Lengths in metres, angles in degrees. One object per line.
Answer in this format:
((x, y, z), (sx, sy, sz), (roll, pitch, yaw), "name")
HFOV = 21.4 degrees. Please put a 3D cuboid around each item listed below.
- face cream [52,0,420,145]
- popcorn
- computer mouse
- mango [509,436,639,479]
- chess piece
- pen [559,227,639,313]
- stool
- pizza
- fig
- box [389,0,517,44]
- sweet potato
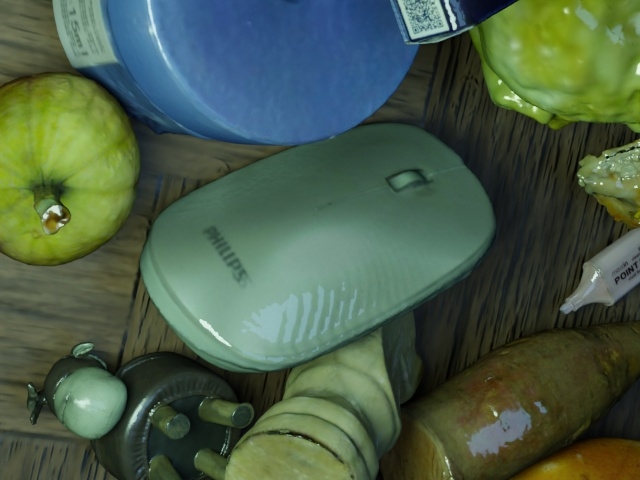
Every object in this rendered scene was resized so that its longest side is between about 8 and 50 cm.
((-0.070, -0.203, 1.374), (0.249, 0.225, 0.249), (-4, 98, -27), "face cream")
((0.262, -0.245, 1.498), (0.312, 0.312, 0.312), (-5, 102, -27), "popcorn")
((0.001, -0.004, 1.475), (0.331, 0.197, 0.095), (-27, 153, -26), "computer mouse")
((0.301, 0.280, 1.709), (0.257, 0.138, 0.187), (-12, 117, -20), "mango")
((0.025, 0.134, 1.496), (0.137, 0.137, 0.301), (63, 32, -22), "chess piece")
((0.316, 0.019, 1.728), (0.197, 0.032, 0.053), (-36, 114, -19), "pen")
((-0.147, 0.156, 1.461), (0.217, 0.121, 0.125), (28, 88, -34), "stool")
((0.393, -0.041, 1.661), (0.297, 0.189, 0.071), (21, 48, -23), "pizza")
((-0.197, -0.048, 1.333), (0.143, 0.231, 0.160), (9, 97, -36), "fig")
((0.086, -0.293, 1.290), (0.168, 0.071, 0.259), (-35, 107, -46), "box")
((0.214, 0.145, 1.643), (0.336, 0.131, 0.131), (-29, 111, -20), "sweet potato")
